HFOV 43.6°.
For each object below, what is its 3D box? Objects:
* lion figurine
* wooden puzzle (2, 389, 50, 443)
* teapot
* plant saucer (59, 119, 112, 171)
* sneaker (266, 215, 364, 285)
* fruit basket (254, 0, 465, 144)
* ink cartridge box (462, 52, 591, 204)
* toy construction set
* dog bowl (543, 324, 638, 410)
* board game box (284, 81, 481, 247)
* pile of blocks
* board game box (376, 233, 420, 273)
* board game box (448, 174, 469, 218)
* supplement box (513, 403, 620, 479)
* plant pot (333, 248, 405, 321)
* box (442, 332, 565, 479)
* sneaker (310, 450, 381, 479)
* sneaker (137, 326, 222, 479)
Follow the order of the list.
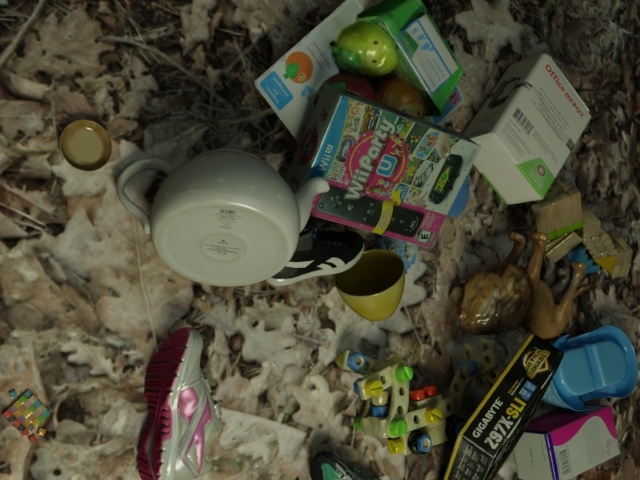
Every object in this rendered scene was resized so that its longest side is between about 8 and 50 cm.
[{"bbox_3d":[0.453,0.130,1.706,0.392,0.142,0.240,26,77,-33],"label":"lion figurine"},{"bbox_3d":[-0.433,0.256,1.179,0.049,0.006,0.083,-47,109,-29],"label":"wooden puzzle"},{"bbox_3d":[-0.155,-0.059,1.288,0.256,0.253,0.187,40,35,-39],"label":"teapot"},{"bbox_3d":[-0.373,-0.149,1.266,0.084,0.015,0.083,4,82,-32],"label":"plant saucer"},{"bbox_3d":[0.000,0.000,1.422,0.217,0.079,0.121,-20,138,-33],"label":"sneaker"},{"bbox_3d":[0.097,-0.281,1.504,0.353,0.165,0.327,-47,117,-19],"label":"fruit basket"},{"bbox_3d":[0.454,-0.246,1.766,0.198,0.115,0.272,47,62,-20],"label":"ink cartridge box"},{"bbox_3d":[0.195,0.290,1.517,0.328,0.151,0.214,-7,87,-23],"label":"toy construction set"},{"bbox_3d":[0.594,0.289,1.805,0.297,0.074,0.165,-7,79,-33],"label":"dog bowl"},{"bbox_3d":[0.107,-0.130,1.459,0.304,0.097,0.223,15,110,-26],"label":"board game box"},{"bbox_3d":[0.582,-0.022,1.845,0.362,0.149,0.112,36,22,-34],"label":"pile of blocks"},{"bbox_3d":[0.154,0.023,1.590,0.090,0.020,0.089,-4,87,-34],"label":"board game box"},{"bbox_3d":[0.243,-0.126,1.662,0.169,0.033,0.133,31,63,-32],"label":"board game box"},{"bbox_3d":[0.530,0.436,1.731,0.220,0.114,0.111,-10,89,-33],"label":"supplement box"},{"bbox_3d":[0.100,0.094,1.493,0.134,0.134,0.095,-42,132,-30],"label":"plant pot"},{"bbox_3d":[0.335,0.357,1.510,0.079,0.322,0.257,33,60,23],"label":"box"},{"bbox_3d":[0.063,0.448,1.455,0.223,0.083,0.098,58,38,-19],"label":"sneaker"},{"bbox_3d":[-0.214,0.266,1.275,0.111,0.103,0.252,12,84,-36],"label":"sneaker"}]
